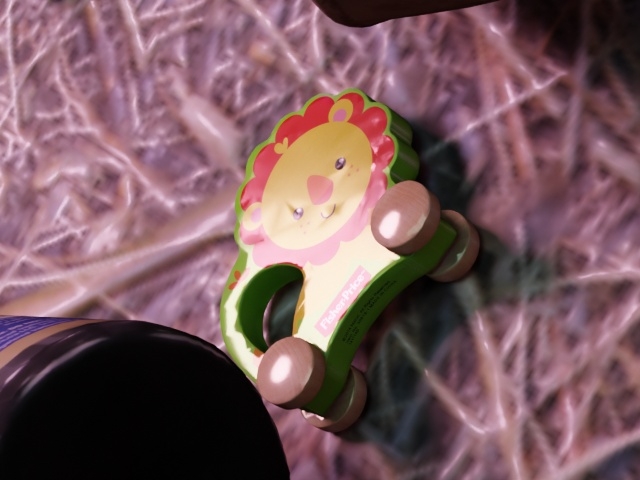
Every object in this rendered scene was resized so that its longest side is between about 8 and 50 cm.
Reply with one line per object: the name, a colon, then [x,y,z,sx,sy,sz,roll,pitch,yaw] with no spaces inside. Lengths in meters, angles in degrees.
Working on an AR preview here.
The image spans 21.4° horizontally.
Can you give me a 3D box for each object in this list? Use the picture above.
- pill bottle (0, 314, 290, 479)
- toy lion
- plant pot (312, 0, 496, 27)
pill bottle: [-0.121,0.084,0.548,0.219,0.123,0.122,-2,70,47]
toy lion: [0.000,0.000,0.573,0.100,0.034,0.096,-54,45,4]
plant pot: [0.097,-0.202,0.475,0.229,0.263,0.263,-4,68,14]
